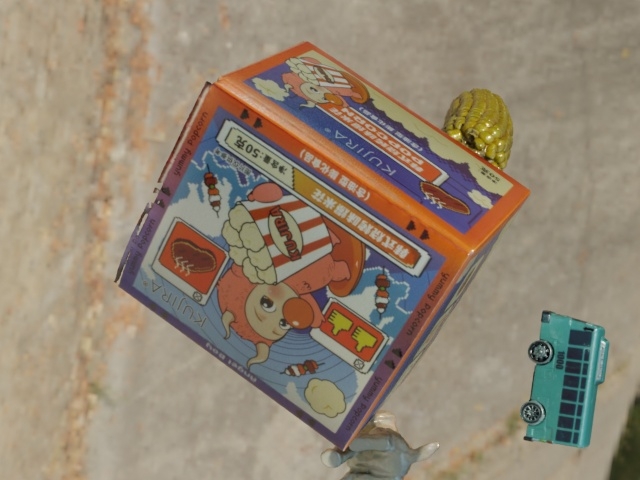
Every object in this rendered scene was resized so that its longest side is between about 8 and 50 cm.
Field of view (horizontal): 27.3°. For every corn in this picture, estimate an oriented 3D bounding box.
[{"bbox_3d":[0.209,-0.149,1.765,0.313,0.102,0.102,-69,166,-68],"label":"corn"}]

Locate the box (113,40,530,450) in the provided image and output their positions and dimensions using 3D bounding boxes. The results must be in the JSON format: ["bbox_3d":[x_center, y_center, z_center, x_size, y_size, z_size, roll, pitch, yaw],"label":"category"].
[{"bbox_3d":[0.000,0.000,1.563,0.318,0.349,0.257,-59,170,30],"label":"box"}]

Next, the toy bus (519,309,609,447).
[{"bbox_3d":[0.300,0.169,1.609,0.079,0.092,0.160,19,79,-71],"label":"toy bus"}]

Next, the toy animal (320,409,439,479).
[{"bbox_3d":[0.112,0.322,2.062,0.185,0.184,0.104,-16,90,-75],"label":"toy animal"}]
